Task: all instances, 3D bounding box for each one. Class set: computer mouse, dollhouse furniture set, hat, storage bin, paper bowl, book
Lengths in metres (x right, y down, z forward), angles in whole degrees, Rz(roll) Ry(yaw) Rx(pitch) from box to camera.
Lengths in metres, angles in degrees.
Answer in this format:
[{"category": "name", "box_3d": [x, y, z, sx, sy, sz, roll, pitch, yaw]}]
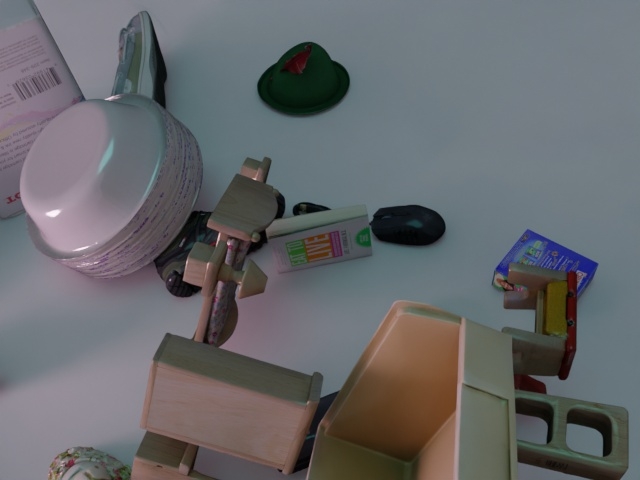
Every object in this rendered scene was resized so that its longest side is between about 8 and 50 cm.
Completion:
[{"category": "computer mouse", "box_3d": [0.070, -0.037, 0.977, 0.241, 0.041, 0.071, 6, 54, 14]}, {"category": "dollhouse furniture set", "box_3d": [-0.081, 0.110, 0.814, 0.173, 0.303, 0.356, 18, 30, -2]}, {"category": "hat", "box_3d": [-0.034, -0.345, 1.142, 0.208, 0.184, 0.173, 32, 63, 29]}, {"category": "storage bin", "box_3d": [0.066, 0.232, 0.567, 0.123, 0.260, 0.262, 21, 41, -3]}, {"category": "paper bowl", "box_3d": [-0.332, -0.096, 0.961, 0.284, 0.148, 0.284, -13, 62, 25]}, {"category": "dollhouse furniture set", "box_3d": [0.241, 0.234, 0.639, 0.152, 0.201, 0.374, 8, 53, 15]}, {"category": "book", "box_3d": [0.000, 0.000, 0.924, 0.144, 0.096, 0.035, -12, 51, 0]}]

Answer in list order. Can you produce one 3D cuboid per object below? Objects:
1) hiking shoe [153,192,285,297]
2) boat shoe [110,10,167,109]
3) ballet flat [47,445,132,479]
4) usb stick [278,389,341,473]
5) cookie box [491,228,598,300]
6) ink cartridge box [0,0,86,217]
[{"category": "hiking shoe", "box_3d": [-0.160, -0.020, 0.971, 0.226, 0.086, 0.114, -37, 59, -18]}, {"category": "boat shoe", "box_3d": [-0.355, -0.321, 1.220, 0.103, 0.118, 0.321, -8, 58, -3]}, {"category": "ballet flat", "box_3d": [-0.241, 0.309, 0.732, 0.241, 0.077, 0.091, 30, 63, 28]}, {"category": "usb stick", "box_3d": [0.069, 0.204, 0.785, 0.277, 0.045, 0.077, -20, 53, -7]}, {"category": "cookie box", "box_3d": [0.306, 0.047, 0.874, 0.107, 0.040, 0.092, 31, 62, 29]}, {"category": "ink cartridge box", "box_3d": [-0.503, -0.215, 1.036, 0.226, 0.306, 0.131, -28, 53, -14]}]
